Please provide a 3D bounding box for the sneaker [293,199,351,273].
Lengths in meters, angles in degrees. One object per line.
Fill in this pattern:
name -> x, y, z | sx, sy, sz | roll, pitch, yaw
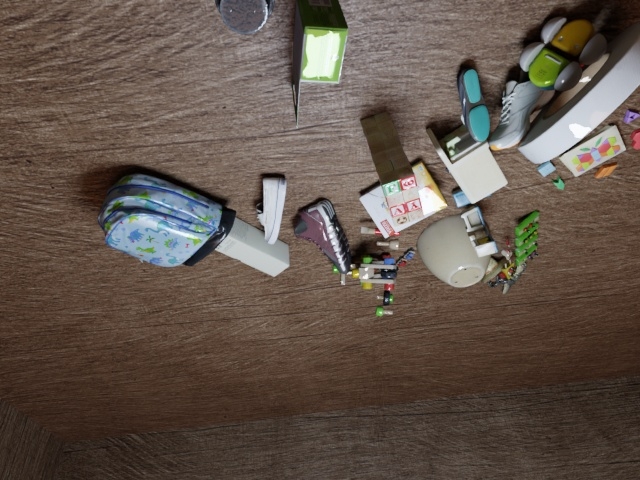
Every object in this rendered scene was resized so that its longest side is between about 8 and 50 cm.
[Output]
sneaker -> 0.000, 0.000, 1.628 | 0.163, 0.106, 0.281 | -13, 108, 23

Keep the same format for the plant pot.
plant pot -> 0.528, 0.064, 1.741 | 0.285, 0.190, 0.284 | -4, 138, -4

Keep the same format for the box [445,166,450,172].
box -> 0.465, -0.248, 1.504 | 0.084, 0.018, 0.067 | 7, 136, -15

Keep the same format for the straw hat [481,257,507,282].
straw hat -> 0.703, 0.105, 1.904 | 0.061, 0.144, 0.144 | 44, 126, 2

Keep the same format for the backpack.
backpack -> -0.501, -0.058, 1.436 | 0.290, 0.273, 0.356 | -32, 121, 34

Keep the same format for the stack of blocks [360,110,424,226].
stack of blocks -> 0.201, -0.207, 1.301 | 0.087, 0.297, 0.171 | -18, 138, 9

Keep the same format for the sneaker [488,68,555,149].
sneaker -> 0.531, -0.368, 1.264 | 0.121, 0.099, 0.262 | 42, 77, -24

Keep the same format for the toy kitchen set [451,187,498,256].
toy kitchen set -> 0.544, -0.076, 1.537 | 0.122, 0.166, 0.207 | -22, 103, 15

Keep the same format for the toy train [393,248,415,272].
toy train -> 0.329, 0.087, 1.852 | 0.027, 0.036, 0.158 | 17, 133, -25

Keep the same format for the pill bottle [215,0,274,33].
pill bottle -> -0.156, -0.521, 0.950 | 0.123, 0.219, 0.122 | -4, 138, -4

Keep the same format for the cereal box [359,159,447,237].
cereal box -> 0.276, -0.134, 1.529 | 0.240, 0.047, 0.173 | -30, 104, 23

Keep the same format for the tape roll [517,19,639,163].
tape roll -> 0.668, -0.365, 1.152 | 0.072, 0.392, 0.392 | 41, 128, 1

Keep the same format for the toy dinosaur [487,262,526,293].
toy dinosaur -> 0.814, 0.179, 2.014 | 0.118, 0.064, 0.268 | -7, 143, -11

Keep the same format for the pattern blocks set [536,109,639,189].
pattern blocks set -> 0.905, -0.293, 1.513 | 0.286, 0.026, 0.325 | 21, 132, -28

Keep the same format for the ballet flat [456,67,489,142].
ballet flat -> 0.419, -0.373, 1.269 | 0.074, 0.074, 0.203 | -15, 105, 9

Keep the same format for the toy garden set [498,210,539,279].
toy garden set -> 0.781, 0.034, 1.778 | 0.204, 0.049, 0.244 | -38, 138, -10

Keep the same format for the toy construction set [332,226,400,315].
toy construction set -> 0.163, 0.080, 1.712 | 0.238, 0.257, 0.308 | 5, 118, 4

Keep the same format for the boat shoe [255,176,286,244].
boat shoe -> -0.174, -0.097, 1.529 | 0.088, 0.096, 0.267 | 7, 136, -10

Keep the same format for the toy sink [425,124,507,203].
toy sink -> 0.442, -0.257, 1.376 | 0.131, 0.152, 0.234 | -33, 123, 20

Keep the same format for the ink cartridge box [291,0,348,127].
ink cartridge box -> -0.013, -0.429, 1.102 | 0.097, 0.188, 0.255 | -1, 140, -9

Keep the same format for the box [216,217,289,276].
box -> -0.244, 0.021, 1.640 | 0.275, 0.113, 0.094 | 31, 127, -34

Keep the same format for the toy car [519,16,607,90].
toy car -> 0.620, -0.466, 1.177 | 0.182, 0.159, 0.136 | -51, 153, 13
